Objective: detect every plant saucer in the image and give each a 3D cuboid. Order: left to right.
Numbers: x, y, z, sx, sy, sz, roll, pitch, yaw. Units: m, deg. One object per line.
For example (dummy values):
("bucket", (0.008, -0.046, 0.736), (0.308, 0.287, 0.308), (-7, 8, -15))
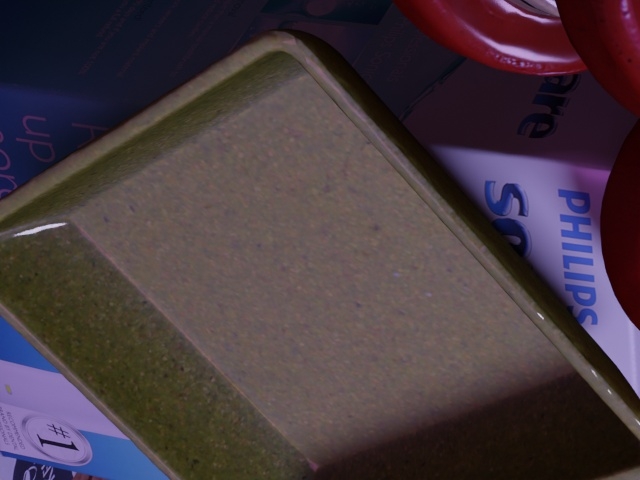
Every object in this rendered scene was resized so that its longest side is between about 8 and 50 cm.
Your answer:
("plant saucer", (-0.005, 0.022, 0.611), (0.188, 0.045, 0.188), (-27, 113, 41))

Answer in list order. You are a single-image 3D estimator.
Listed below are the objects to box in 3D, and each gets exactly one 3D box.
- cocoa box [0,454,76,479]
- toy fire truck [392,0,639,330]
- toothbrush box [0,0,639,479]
("cocoa box", (-0.307, 0.038, 0.855), (0.347, 0.228, 0.231), (14, 136, 19))
("toy fire truck", (0.172, -0.089, 0.471), (0.302, 0.254, 0.169), (51, 175, -20))
("toothbrush box", (0.000, 0.000, 0.716), (0.296, 0.126, 0.216), (9, 134, 21))
